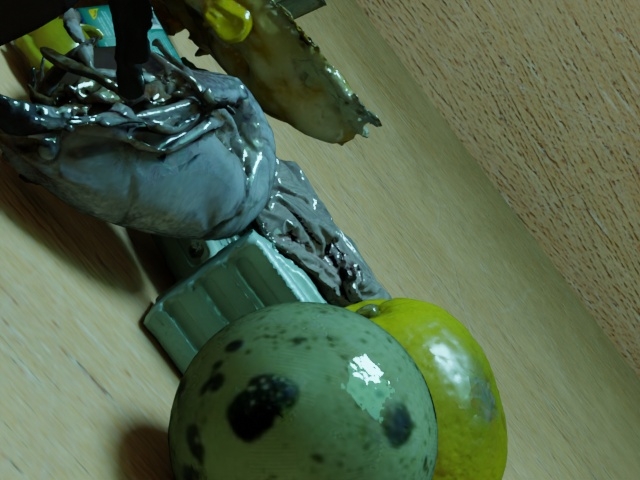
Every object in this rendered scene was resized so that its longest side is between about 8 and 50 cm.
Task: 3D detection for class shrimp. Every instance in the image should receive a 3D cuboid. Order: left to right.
[{"bbox_3d":[-0.150,-0.085,1.179,0.116,0.145,0.343,16,2,41],"label":"shrimp"}]

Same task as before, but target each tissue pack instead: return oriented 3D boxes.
[{"bbox_3d":[-0.171,-0.140,1.456,0.085,0.079,0.111,-14,65,-42],"label":"tissue pack"}]

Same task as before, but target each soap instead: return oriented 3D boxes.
[{"bbox_3d":[-0.031,0.099,1.263,0.198,0.114,0.063,55,12,-6],"label":"soap"}]

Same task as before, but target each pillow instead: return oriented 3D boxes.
[{"bbox_3d":[0.000,0.000,1.479,0.248,0.049,0.135,44,12,-51],"label":"pillow"}]

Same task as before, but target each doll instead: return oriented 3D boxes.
[{"bbox_3d":[-0.171,-0.120,1.343,0.145,0.096,0.188,11,30,-37],"label":"doll"}]

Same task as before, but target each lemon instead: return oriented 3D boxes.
[{"bbox_3d":[0.072,0.147,1.409,0.170,0.170,0.207,-13,82,-77],"label":"lemon"}]

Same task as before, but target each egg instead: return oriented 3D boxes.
[{"bbox_3d":[-0.008,0.135,1.121,0.177,0.177,0.228,60,0,22],"label":"egg"}]

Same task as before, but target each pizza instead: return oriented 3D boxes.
[{"bbox_3d":[-0.144,-0.255,1.633,0.435,0.080,0.392,47,-4,-14],"label":"pizza"}]

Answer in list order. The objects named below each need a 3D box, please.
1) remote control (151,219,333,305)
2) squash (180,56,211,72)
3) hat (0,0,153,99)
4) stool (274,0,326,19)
[{"bbox_3d":[-0.046,0.039,1.465,0.128,0.065,0.335,58,13,23],"label":"remote control"},{"bbox_3d":[-0.098,-0.088,1.590,0.077,0.068,0.219,35,23,-55],"label":"squash"},{"bbox_3d":[-0.229,-0.164,1.008,0.336,0.238,0.209,-43,126,-43],"label":"hat"},{"bbox_3d":[-0.089,-0.301,2.011,0.153,0.139,0.228,59,10,24],"label":"stool"}]
